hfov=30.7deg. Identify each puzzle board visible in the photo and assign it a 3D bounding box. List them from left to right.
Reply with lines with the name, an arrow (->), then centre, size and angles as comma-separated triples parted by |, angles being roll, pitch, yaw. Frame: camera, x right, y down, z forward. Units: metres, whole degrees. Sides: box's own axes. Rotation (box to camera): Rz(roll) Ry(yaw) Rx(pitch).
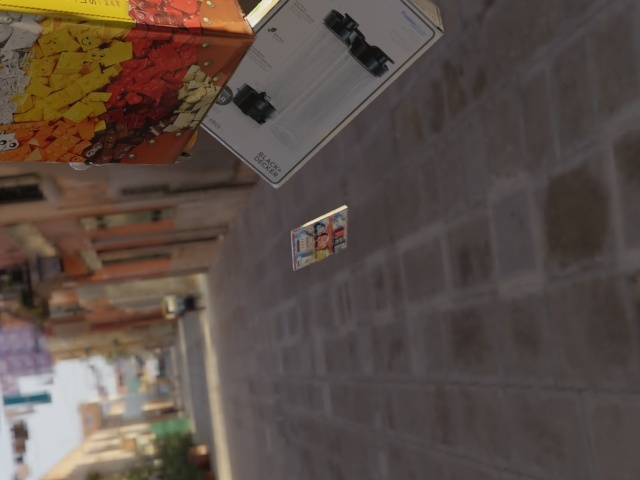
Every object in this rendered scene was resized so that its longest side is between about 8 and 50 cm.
puzzle board -> 0.000, 0.000, 1.832 | 0.011, 0.096, 0.128 | 58, 165, 26

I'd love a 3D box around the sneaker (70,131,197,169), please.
sneaker -> -0.283, -0.182, 1.900 | 0.321, 0.180, 0.124 | -77, -12, -66

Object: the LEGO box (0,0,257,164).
LEGO box -> -0.336, -0.318, 1.084 | 0.193, 0.373, 0.500 | -50, 55, 39

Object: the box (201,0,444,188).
box -> -0.012, -0.220, 1.399 | 0.290, 0.169, 0.087 | -43, 20, 23
